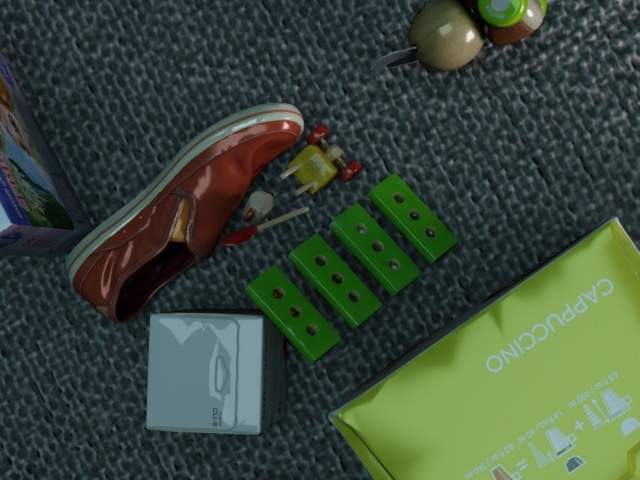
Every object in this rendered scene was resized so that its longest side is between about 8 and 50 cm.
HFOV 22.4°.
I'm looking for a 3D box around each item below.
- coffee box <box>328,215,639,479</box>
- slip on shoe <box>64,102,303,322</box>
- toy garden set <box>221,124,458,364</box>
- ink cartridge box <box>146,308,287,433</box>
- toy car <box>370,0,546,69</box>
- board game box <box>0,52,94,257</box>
[{"bbox_3d":[0.252,0.207,1.655,0.337,0.334,0.338,-35,85,5],"label":"coffee box"},{"bbox_3d":[-0.141,-0.030,1.811,0.331,0.123,0.101,-41,68,11],"label":"slip on shoe"},{"bbox_3d":[0.000,0.000,1.780,0.204,0.049,0.244,47,56,8],"label":"toy garden set"},{"bbox_3d":[-0.111,0.141,1.781,0.127,0.176,0.128,1,89,7],"label":"ink cartridge box"},{"bbox_3d":[0.136,-0.249,1.781,0.188,0.155,0.149,-36,85,18],"label":"toy car"},{"bbox_3d":[-0.380,-0.135,1.750,0.066,0.318,0.319,-29,86,5],"label":"board game box"}]
